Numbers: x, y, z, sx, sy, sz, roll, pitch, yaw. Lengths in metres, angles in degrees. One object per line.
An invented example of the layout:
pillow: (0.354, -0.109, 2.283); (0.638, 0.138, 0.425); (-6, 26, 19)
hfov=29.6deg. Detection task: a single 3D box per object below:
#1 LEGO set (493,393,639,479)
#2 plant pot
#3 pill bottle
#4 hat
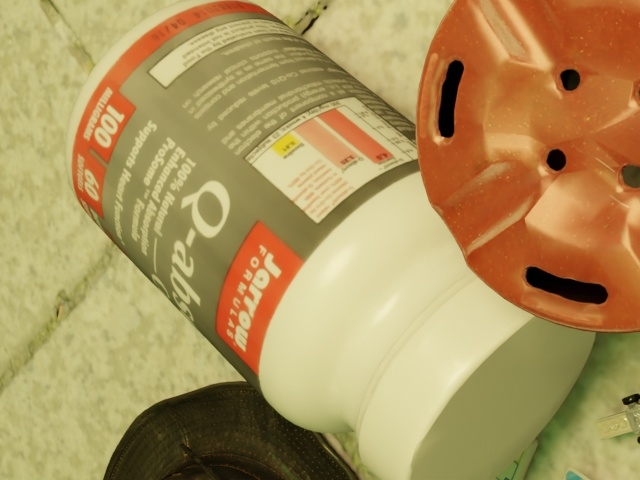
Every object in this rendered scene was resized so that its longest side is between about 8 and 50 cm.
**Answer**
LEGO set: (0.210, 0.128, 0.852); (0.244, 0.060, 0.182); (34, 119, 36)
plant pot: (0.204, -0.068, 0.681); (0.272, 0.265, 0.272); (6, 101, 34)
pill bottle: (0.000, 0.000, 0.842); (0.363, 0.210, 0.210); (42, 118, 32)
hat: (-0.110, 0.285, 1.034); (0.331, 0.134, 0.331); (6, 101, 33)
